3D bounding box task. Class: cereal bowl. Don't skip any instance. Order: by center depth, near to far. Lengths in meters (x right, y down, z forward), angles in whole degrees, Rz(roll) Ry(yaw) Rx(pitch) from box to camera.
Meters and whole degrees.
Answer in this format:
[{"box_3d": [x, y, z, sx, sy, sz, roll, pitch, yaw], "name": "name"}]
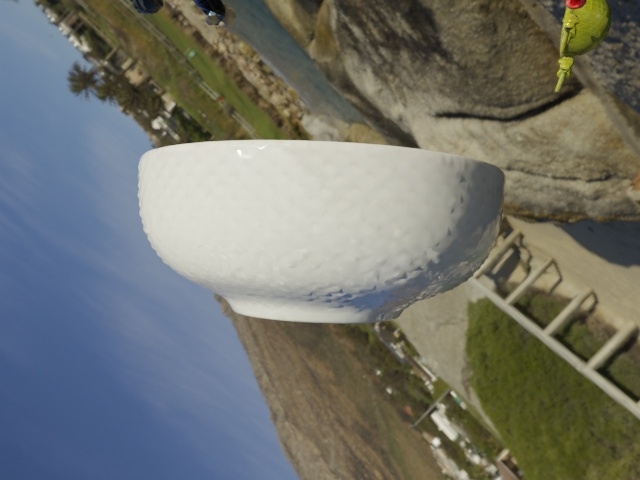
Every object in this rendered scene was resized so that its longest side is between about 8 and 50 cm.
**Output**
[{"box_3d": [0.000, 0.000, 0.589, 0.338, 0.141, 0.339, 2, 179, 0], "name": "cereal bowl"}]

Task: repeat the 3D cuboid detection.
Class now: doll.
[{"box_3d": [-0.192, -0.406, 1.005, 0.129, 0.046, 0.189, 70, -169, 18], "name": "doll"}]

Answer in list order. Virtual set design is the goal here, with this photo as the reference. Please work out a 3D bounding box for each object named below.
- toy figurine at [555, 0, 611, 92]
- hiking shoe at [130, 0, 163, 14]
[{"box_3d": [0.449, -0.381, 0.826, 0.217, 0.191, 0.363, 6, 139, 19], "name": "toy figurine"}, {"box_3d": [-0.210, -0.447, 0.810, 0.113, 0.132, 0.304, -114, 24, -46], "name": "hiking shoe"}]
